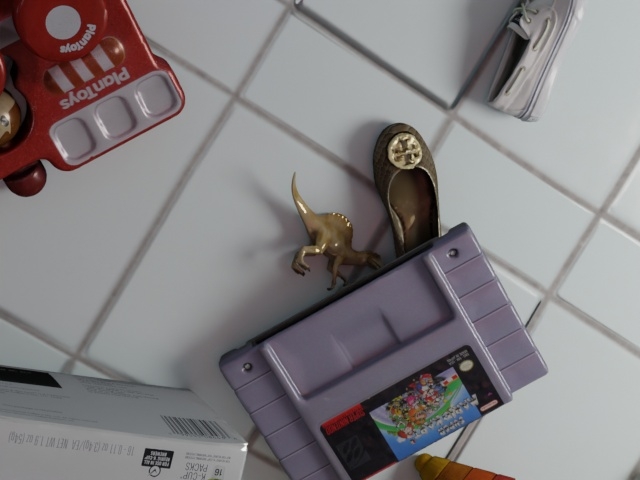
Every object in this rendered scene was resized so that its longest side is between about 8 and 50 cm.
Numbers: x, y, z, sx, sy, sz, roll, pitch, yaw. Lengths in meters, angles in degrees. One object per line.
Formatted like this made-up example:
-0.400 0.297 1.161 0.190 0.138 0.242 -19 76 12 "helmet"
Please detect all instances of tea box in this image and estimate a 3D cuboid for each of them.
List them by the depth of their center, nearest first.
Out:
-0.300 0.332 1.568 0.329 0.220 0.324 10 98 -27 "tea box"

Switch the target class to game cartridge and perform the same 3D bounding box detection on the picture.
0.082 0.160 1.705 0.355 0.068 0.230 -30 101 6 "game cartridge"

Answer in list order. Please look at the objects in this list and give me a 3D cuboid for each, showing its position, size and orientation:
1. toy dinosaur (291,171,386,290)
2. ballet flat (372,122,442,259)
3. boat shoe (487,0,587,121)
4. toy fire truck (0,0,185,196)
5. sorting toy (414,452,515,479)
0.000 0.000 1.709 0.183 0.053 0.093 41 72 -24 "toy dinosaur"
0.119 -0.024 1.721 0.084 0.058 0.250 -10 102 -13 "ballet flat"
0.272 -0.262 1.706 0.075 0.083 0.226 13 96 -17 "boat shoe"
-0.328 -0.178 1.542 0.302 0.169 0.254 -30 124 -7 "toy fire truck"
0.099 0.420 1.786 0.126 0.127 0.365 39 91 13 "sorting toy"
